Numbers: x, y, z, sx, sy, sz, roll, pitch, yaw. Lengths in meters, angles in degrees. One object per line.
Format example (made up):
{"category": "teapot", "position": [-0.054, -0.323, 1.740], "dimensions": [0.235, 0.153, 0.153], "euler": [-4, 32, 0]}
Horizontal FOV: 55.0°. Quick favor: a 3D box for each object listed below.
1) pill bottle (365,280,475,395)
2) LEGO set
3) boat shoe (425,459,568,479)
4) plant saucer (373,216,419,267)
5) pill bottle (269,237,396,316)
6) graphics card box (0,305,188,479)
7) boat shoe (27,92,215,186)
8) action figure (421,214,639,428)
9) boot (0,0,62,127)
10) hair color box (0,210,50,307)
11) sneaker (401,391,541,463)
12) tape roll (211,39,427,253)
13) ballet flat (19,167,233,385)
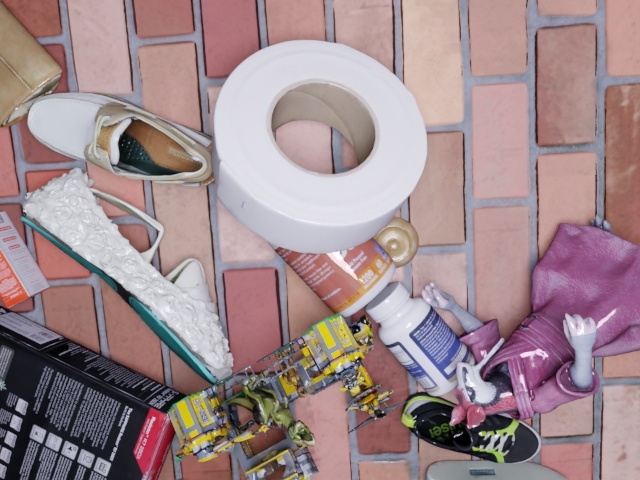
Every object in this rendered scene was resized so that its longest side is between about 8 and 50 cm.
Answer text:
{"category": "pill bottle", "position": [0.149, 0.147, 0.945], "dimensions": [0.094, 0.094, 0.169], "euler": [-40, 96, 7]}
{"category": "LEGO set", "position": [-0.030, 0.268, 0.886], "dimensions": [0.331, 0.255, 0.192], "euler": [-27, 70, -6]}
{"category": "boat shoe", "position": [0.285, 0.409, 0.997], "dimensions": [0.228, 0.079, 0.081], "euler": [1, 108, 6]}
{"category": "plant saucer", "position": [0.113, 0.004, 0.963], "dimensions": [0.084, 0.015, 0.083], "euler": [0, 99, 2]}
{"category": "pill bottle", "position": [0.000, 0.000, 0.912], "dimensions": [0.121, 0.121, 0.216], "euler": [-43, 96, 7]}
{"category": "graphics card box", "position": [-0.414, 0.279, 0.955], "dimensions": [0.371, 0.094, 0.232], "euler": [22, 99, 7]}
{"category": "boat shoe", "position": [-0.291, -0.153, 0.906], "dimensions": [0.303, 0.103, 0.113], "euler": [12, 99, 0]}
{"category": "action figure", "position": [0.326, 0.147, 0.888], "dimensions": [0.370, 0.248, 0.275], "euler": [-41, 122, -8]}
{"category": "boot", "position": [-0.470, -0.342, 0.895], "dimensions": [0.236, 0.089, 0.269], "euler": [-37, 96, 17]}
{"category": "hair color box", "position": [-0.488, 0.028, 0.956], "dimensions": [0.043, 0.072, 0.141], "euler": [-27, 96, 5]}
{"category": "sneaker", "position": [0.236, 0.312, 0.966], "dimensions": [0.235, 0.097, 0.084], "euler": [14, 99, -1]}
{"category": "tape roll", "position": [-0.006, -0.128, 0.834], "dimensions": [0.286, 0.100, 0.286], "euler": [4, 67, -11]}
{"category": "ballet flat", "position": [-0.262, 0.044, 0.928], "dimensions": [0.409, 0.147, 0.147], "euler": [43, 98, -5]}
